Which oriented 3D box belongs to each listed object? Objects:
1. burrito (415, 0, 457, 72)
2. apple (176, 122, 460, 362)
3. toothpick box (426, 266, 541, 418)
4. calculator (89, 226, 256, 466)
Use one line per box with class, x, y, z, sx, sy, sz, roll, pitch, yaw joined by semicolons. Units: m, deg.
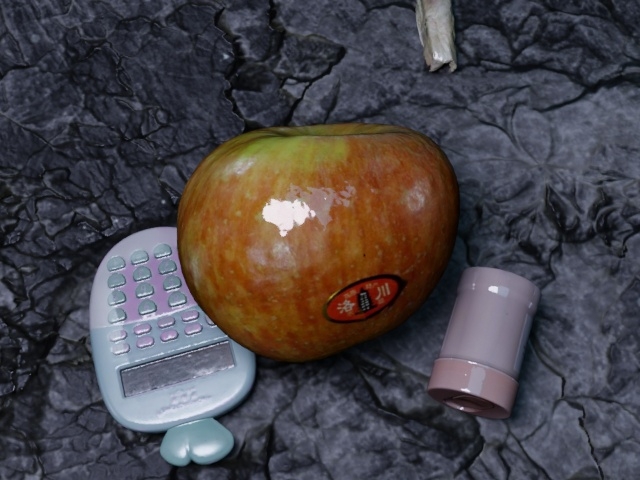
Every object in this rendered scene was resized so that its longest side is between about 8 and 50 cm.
burrito;0.155;-0.292;1.225;0.055;0.041;0.149;-10;69;10
apple;0.000;0.000;1.005;0.309;0.277;0.250;-4;102;3
toothpick box;0.188;0.117;1.043;0.098;0.098;0.148;17;70;6
calculator;-0.174;0.121;1.073;0.186;0.041;0.298;-16;68;-6
